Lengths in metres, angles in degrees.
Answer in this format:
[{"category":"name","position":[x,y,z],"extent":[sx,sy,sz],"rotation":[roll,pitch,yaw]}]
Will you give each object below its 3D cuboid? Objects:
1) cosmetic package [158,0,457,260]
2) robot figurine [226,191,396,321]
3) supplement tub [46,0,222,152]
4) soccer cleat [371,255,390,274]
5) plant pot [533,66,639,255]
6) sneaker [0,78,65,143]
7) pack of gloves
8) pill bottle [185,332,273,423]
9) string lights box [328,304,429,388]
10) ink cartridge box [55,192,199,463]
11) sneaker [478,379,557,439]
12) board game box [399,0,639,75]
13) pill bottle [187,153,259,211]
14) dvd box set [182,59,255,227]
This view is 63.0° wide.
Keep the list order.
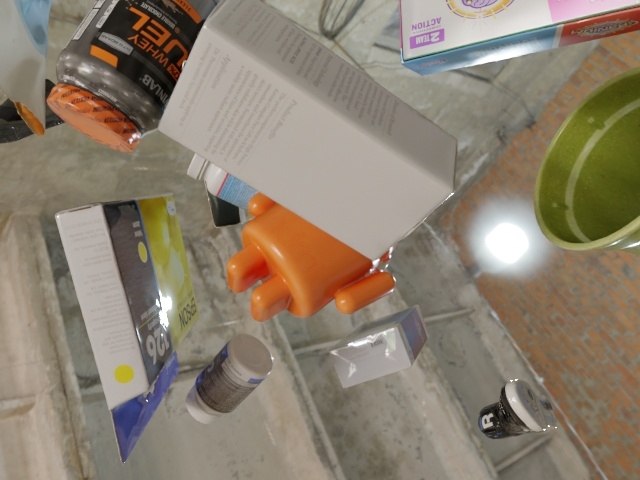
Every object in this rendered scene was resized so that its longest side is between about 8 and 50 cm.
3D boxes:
[{"category":"cosmetic package","position":[-0.007,-0.092,0.452],"extent":[0.231,0.117,0.085],"rotation":[31,-135,-15]},{"category":"robot figurine","position":[0.001,0.002,0.590],"extent":[0.219,0.128,0.158],"rotation":[-36,-142,-21]},{"category":"supplement tub","position":[-0.338,-0.347,0.968],"extent":[0.207,0.207,0.338],"rotation":[28,-103,-11]},{"category":"soccer cleat","position":[0.011,-0.001,0.737],"extent":[0.196,0.068,0.076],"rotation":[21,-160,-27]},{"category":"plant pot","position":[0.513,-0.075,0.772],"extent":[0.254,0.276,0.276],"rotation":[20,-143,-15]},{"category":"sneaker","position":[-0.702,-0.307,1.199],"extent":[0.227,0.087,0.130],"rotation":[-32,-93,-26]},{"category":"pack of gloves","position":[-0.234,-0.226,0.378],"extent":[0.046,0.195,0.232],"rotation":[-17,-125,-5]},{"category":"pill bottle","position":[-0.139,0.210,0.783],"extent":[0.078,0.137,0.078],"rotation":[34,-156,-18]},{"category":"string lights box","position":[0.124,0.196,1.014],"extent":[0.076,0.133,0.260],"rotation":[69,-162,5]},{"category":"ink cartridge box","position":[-0.241,0.091,0.741],"extent":[0.072,0.307,0.303],"rotation":[-13,-172,-1]},{"category":"sneaker","position":[0.318,0.301,0.891],"extent":[0.217,0.121,0.079],"rotation":[34,-142,-46]},{"category":"board game box","position":[0.195,-0.353,0.529],"extent":[0.064,0.242,0.316],"rotation":[-4,-87,-57]},{"category":"pill bottle","position":[-0.115,-0.094,0.795],"extent":[0.160,0.087,0.087],"rotation":[26,-144,-13]},{"category":"dvd box set","position":[-0.144,-0.206,1.131],"extent":[0.420,0.062,0.307],"rotation":[-32,-68,-73]}]
